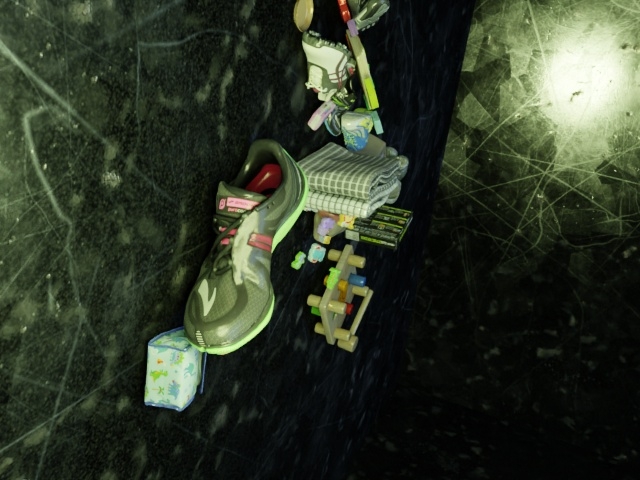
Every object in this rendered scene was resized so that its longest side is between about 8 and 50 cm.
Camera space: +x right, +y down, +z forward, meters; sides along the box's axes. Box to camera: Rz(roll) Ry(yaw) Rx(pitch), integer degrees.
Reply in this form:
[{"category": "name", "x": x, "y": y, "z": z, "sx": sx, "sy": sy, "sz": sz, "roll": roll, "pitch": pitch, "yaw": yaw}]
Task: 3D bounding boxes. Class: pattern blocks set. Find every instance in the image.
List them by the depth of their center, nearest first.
[{"category": "pattern blocks set", "x": 0.108, "y": -0.447, "z": 1.582, "sx": 0.325, "sy": 0.026, "sz": 0.285, "roll": 66, "pitch": 8, "yaw": -57}]

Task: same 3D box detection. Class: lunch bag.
[{"category": "lunch bag", "x": -0.274, "y": 0.244, "z": 1.204, "sx": 0.151, "sy": 0.096, "sz": 0.129, "roll": -46, "pitch": 144, "yaw": -80}]

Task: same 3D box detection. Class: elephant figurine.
[{"category": "elephant figurine", "x": 0.192, "y": -0.196, "z": 2.102, "sx": 0.239, "sy": 0.186, "sz": 0.169, "roll": -63, "pitch": -167, "yaw": -3}]

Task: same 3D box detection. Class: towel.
[{"category": "towel", "x": 0.069, "y": -0.165, "z": 1.620, "sx": 0.283, "sy": 0.235, "sz": 0.121, "roll": -42, "pitch": 137, "yaw": -57}]

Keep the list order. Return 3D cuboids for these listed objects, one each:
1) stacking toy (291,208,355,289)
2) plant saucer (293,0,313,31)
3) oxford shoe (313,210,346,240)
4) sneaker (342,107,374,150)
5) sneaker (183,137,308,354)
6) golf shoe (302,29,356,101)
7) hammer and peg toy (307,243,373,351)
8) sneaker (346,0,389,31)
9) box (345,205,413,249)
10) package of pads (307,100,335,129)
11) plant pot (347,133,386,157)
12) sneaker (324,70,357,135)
[{"category": "stacking toy", "x": 0.000, "y": 0.000, "z": 1.658, "sx": 0.052, "sy": 0.167, "sz": 0.221, "roll": 7, "pitch": 103, "yaw": -43}, {"category": "plant saucer", "x": -0.040, "y": -0.511, "z": 1.374, "sx": 0.083, "sy": 0.015, "sz": 0.083, "roll": 16, "pitch": 90, "yaw": -71}, {"category": "oxford shoe", "x": 0.068, "y": -0.105, "z": 1.875, "sx": 0.348, "sy": 0.123, "sz": 0.130, "roll": -34, "pitch": 155, "yaw": -53}, {"category": "sneaker", "x": 0.107, "y": -0.319, "z": 1.818, "sx": 0.240, "sy": 0.091, "sz": 0.126, "roll": -35, "pitch": 138, "yaw": -62}, {"category": "sneaker", "x": -0.165, "y": -0.005, "z": 1.214, "sx": 0.202, "sy": 0.185, "sz": 0.483, "roll": 66, "pitch": 32, "yaw": -51}, {"category": "golf shoe", "x": 0.013, "y": -0.411, "z": 1.465, "sx": 0.120, "sy": 0.105, "sz": 0.273, "roll": -63, "pitch": 164, "yaw": 6}, {"category": "hammer and peg toy", "x": 0.071, "y": 0.207, "z": 2.071, "sx": 0.361, "sy": 0.127, "sz": 0.266, "roll": 77, "pitch": 32, "yaw": -54}, {"category": "sneaker", "x": 0.097, "y": -0.603, "z": 1.517, "sx": 0.132, "sy": 0.086, "sz": 0.229, "roll": 64, "pitch": -2, "yaw": -8}, {"category": "box", "x": 0.206, "y": -0.056, "z": 2.144, "sx": 0.184, "sy": 0.190, "sz": 0.045, "roll": -54, "pitch": 150, "yaw": -47}, {"category": "package of pads", "x": 0.003, "y": -0.326, "z": 1.590, "sx": 0.050, "sy": 0.032, "sz": 0.083, "roll": -46, "pitch": -174, "yaw": 45}, {"category": "plant pot", "x": 0.155, "y": -0.276, "z": 1.974, "sx": 0.109, "sy": 0.096, "sz": 0.109, "roll": 82, "pitch": 29, "yaw": -48}, {"category": "sneaker", "x": 0.057, "y": -0.374, "z": 1.654, "sx": 0.067, "sy": 0.078, "sz": 0.188, "roll": -26, "pitch": 129, "yaw": -65}]
